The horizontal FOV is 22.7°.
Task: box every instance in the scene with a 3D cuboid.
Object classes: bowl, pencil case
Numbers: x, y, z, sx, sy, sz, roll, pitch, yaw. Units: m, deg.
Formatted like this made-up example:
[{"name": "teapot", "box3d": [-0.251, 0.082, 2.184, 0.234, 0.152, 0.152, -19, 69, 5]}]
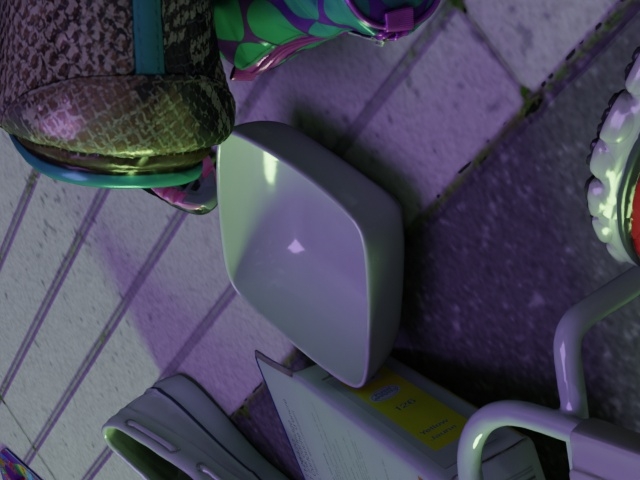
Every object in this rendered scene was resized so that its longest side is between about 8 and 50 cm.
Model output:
[{"name": "bowl", "box3d": [0.000, 0.000, 0.953, 0.142, 0.053, 0.142, 36, 144, 35]}, {"name": "pencil case", "box3d": [-0.003, -0.127, 0.831, 0.151, 0.064, 0.070, -5, 86, 59]}]

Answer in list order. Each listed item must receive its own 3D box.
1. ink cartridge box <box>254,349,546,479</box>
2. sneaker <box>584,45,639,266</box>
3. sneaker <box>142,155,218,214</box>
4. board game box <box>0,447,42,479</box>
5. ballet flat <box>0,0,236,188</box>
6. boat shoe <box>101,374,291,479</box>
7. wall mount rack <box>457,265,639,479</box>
[{"name": "ink cartridge box", "box3d": [0.082, 0.221, 0.990, 0.304, 0.072, 0.307, 69, 167, -17]}, {"name": "sneaker", "box3d": [0.182, -0.061, 0.575, 0.118, 0.107, 0.279, 37, 147, 18]}, {"name": "sneaker", "box3d": [-0.104, -0.044, 1.094, 0.119, 0.047, 0.057, 34, 161, 40]}, {"name": "board game box", "box3d": [-0.317, 0.306, 1.737, 0.168, 0.033, 0.133, 31, 140, 40]}, {"name": "ballet flat", "box3d": [-0.174, -0.145, 0.983, 0.483, 0.164, 0.182, -162, 71, -64]}, {"name": "boat shoe", "box3d": [-0.070, 0.211, 1.219, 0.258, 0.084, 0.095, 39, 144, 33]}, {"name": "wall mount rack", "box3d": [0.227, 0.171, 0.698, 0.350, 0.130, 0.304, 17, 127, 50]}]
